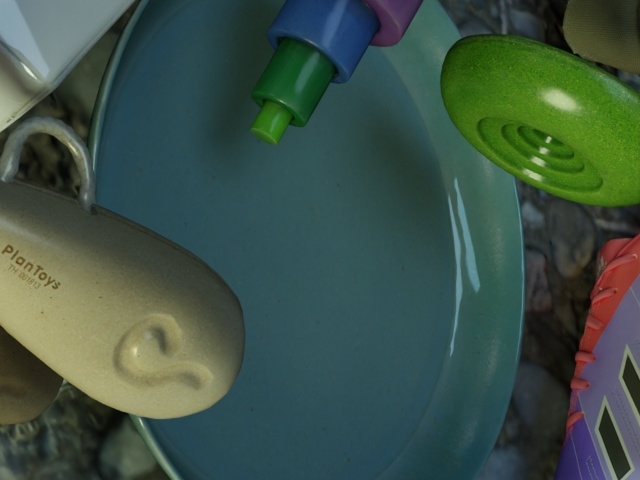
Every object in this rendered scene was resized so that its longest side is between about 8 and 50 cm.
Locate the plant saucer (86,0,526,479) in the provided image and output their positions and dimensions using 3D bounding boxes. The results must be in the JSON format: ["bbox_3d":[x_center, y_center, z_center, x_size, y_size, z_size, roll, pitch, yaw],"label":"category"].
[{"bbox_3d":[0.000,0.000,0.626,0.318,0.044,0.317,11,75,-48],"label":"plant saucer"}]

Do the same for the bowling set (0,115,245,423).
[{"bbox_3d":[-0.184,0.067,0.435,0.154,0.200,0.287,38,87,-37],"label":"bowling set"}]

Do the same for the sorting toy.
[{"bbox_3d":[0.110,-0.002,0.618,0.365,0.127,0.126,34,78,-21],"label":"sorting toy"}]

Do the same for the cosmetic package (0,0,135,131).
[{"bbox_3d":[-0.129,-0.139,0.502,0.138,0.225,0.224,46,56,-16],"label":"cosmetic package"}]

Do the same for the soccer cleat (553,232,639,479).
[{"bbox_3d":[0.192,0.066,0.758,0.116,0.108,0.318,39,58,3],"label":"soccer cleat"}]

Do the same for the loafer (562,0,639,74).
[{"bbox_3d":[0.243,-0.180,0.854,0.268,0.092,0.102,-32,123,-51],"label":"loafer"}]
